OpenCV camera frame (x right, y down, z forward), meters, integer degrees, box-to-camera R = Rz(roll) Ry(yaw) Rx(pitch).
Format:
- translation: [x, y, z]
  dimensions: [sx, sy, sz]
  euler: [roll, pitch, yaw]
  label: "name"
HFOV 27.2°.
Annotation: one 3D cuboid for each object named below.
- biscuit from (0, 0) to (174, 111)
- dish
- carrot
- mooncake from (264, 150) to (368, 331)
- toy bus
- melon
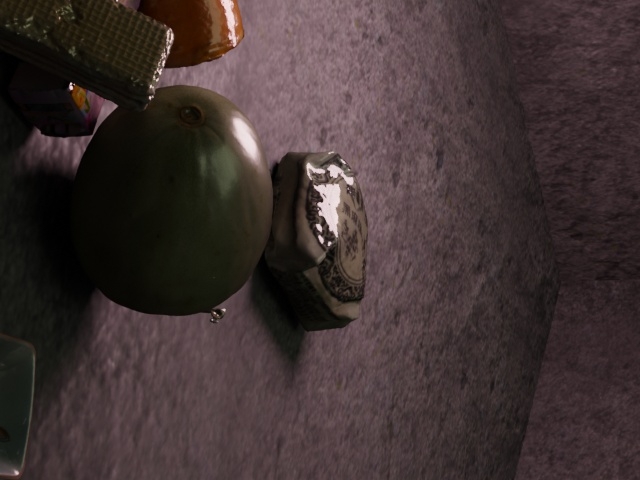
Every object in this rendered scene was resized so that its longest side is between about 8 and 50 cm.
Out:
- translation: [-0.287, -0.238, 1.497]
  dimensions: [0.062, 0.238, 0.108]
  euler: [-47, -156, 54]
  label: "biscuit"
- translation: [-0.391, 0.163, 1.377]
  dimensions: [0.234, 0.064, 0.154]
  euler: [34, 57, -63]
  label: "dish"
- translation: [-0.182, -0.361, 1.746]
  dimensions: [0.159, 0.159, 0.225]
  euler: [-56, 151, -54]
  label: "carrot"
- translation: [0.005, -0.001, 2.238]
  dimensions: [0.254, 0.136, 0.250]
  euler: [56, 35, -52]
  label: "mooncake"
- translation: [-0.294, -0.258, 1.618]
  dimensions: [0.112, 0.090, 0.274]
  euler: [67, 29, -52]
  label: "toy bus"
- translation: [-0.183, -0.045, 1.636]
  dimensions: [0.308, 0.271, 0.272]
  euler: [-63, 165, 20]
  label: "melon"
